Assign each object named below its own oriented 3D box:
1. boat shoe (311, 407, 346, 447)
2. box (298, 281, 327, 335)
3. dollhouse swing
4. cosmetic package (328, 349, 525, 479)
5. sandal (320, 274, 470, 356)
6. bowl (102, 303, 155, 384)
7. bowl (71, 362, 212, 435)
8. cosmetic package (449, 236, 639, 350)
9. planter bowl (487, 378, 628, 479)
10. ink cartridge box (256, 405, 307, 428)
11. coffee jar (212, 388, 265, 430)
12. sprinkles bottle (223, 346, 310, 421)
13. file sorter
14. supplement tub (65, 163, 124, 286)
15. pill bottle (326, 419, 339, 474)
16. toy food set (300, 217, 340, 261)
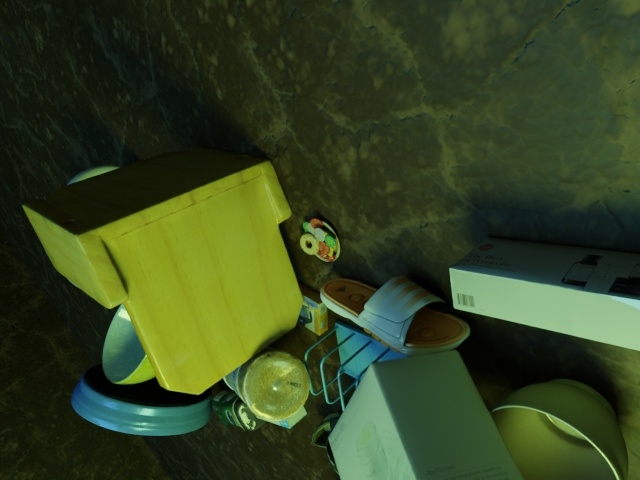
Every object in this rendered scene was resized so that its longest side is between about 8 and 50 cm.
[{"bbox_3d":[0.054,0.385,1.002,0.080,0.073,0.223,55,142,6],"label":"boat shoe"},{"bbox_3d":[-0.044,0.122,0.973,0.136,0.028,0.081,24,131,34],"label":"box"},{"bbox_3d":[-0.249,0.036,0.881,0.315,0.347,0.304,18,127,40],"label":"dollhouse swing"},{"bbox_3d":[0.126,0.300,0.635,0.223,0.138,0.224,108,152,-42],"label":"cosmetic package"},{"bbox_3d":[0.092,0.090,0.743,0.265,0.102,0.076,18,128,42],"label":"sandal"},{"bbox_3d":[-0.480,0.281,1.428,0.290,0.289,0.156,2,159,47],"label":"bowl"},{"bbox_3d":[-0.506,0.446,1.443,0.392,0.391,0.077,14,91,42],"label":"bowl"},{"bbox_3d":[0.269,0.049,0.526,0.239,0.099,0.060,8,118,44],"label":"cosmetic package"},{"bbox_3d":[0.298,0.240,0.610,0.162,0.109,0.161,27,132,34],"label":"planter bowl"},{"bbox_3d":[-0.126,0.384,1.209,0.181,0.062,0.104,-10,107,51],"label":"ink cartridge box"},{"bbox_3d":[-0.218,0.458,1.342,0.184,0.079,0.096,-17,101,54],"label":"coffee jar"},{"bbox_3d":[-0.124,0.270,1.000,0.121,0.121,0.355,61,161,-2],"label":"sprinkles bottle"},{"bbox_3d":[0.069,0.238,0.865,0.170,0.105,0.118,17,125,41],"label":"file sorter"},{"bbox_3d":[-0.538,-0.013,1.253,0.241,0.241,0.331,56,142,4],"label":"supplement tub"},{"bbox_3d":[0.108,0.417,0.897,0.123,0.122,0.219,7,138,45],"label":"pill bottle"},{"bbox_3d":[0.000,0.000,0.849,0.083,0.020,0.082,36,137,27],"label":"toy food set"}]
